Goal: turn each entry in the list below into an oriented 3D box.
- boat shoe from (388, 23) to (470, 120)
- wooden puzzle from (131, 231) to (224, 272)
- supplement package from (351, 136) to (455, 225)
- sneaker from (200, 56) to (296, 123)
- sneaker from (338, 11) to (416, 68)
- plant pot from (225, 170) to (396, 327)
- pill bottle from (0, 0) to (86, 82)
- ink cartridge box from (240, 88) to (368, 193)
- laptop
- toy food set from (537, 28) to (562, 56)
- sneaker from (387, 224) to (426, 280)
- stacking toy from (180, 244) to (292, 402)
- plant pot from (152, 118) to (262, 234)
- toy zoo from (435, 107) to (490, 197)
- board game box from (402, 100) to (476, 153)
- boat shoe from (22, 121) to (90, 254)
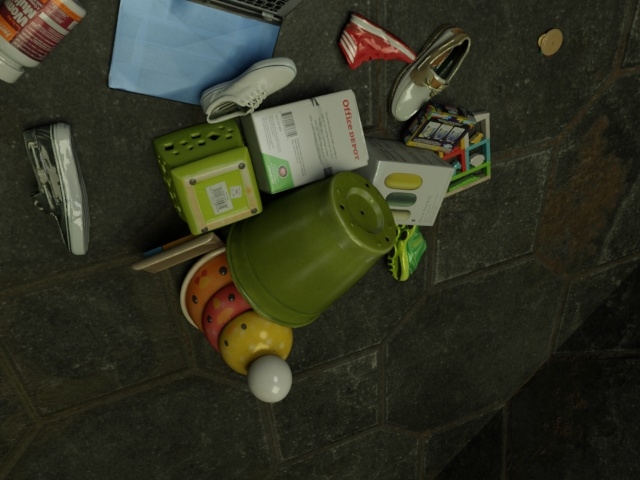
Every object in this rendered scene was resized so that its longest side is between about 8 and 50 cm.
[{"bbox_3d":[0.305,-0.467,1.573,0.113,0.103,0.302,21,110,-34],"label":"boat shoe"},{"bbox_3d":[-0.380,0.028,1.503,0.221,0.238,0.044,-22,87,-5],"label":"wooden puzzle"},{"bbox_3d":[0.214,-0.177,1.658,0.263,0.198,0.199,2,120,-27],"label":"supplement package"},{"bbox_3d":[-0.171,-0.355,1.351,0.258,0.091,0.094,-22,150,17],"label":"sneaker"},{"bbox_3d":[0.144,-0.508,1.496,0.221,0.087,0.128,24,117,-23],"label":"sneaker"},{"bbox_3d":[0.000,0.000,1.482,0.367,0.366,0.353,25,137,-36],"label":"plant pot"},{"bbox_3d":[-0.603,-0.438,1.141,0.221,0.121,0.121,-43,129,5],"label":"pill bottle"},{"bbox_3d":[-0.040,-0.265,1.476,0.289,0.121,0.211,-18,105,-19],"label":"ink cartridge box"},{"bbox_3d":[-0.236,-0.470,1.233,0.382,0.408,0.236,5,85,-29],"label":"laptop"},{"bbox_3d":[0.718,-0.617,1.728,0.083,0.020,0.082,-36,129,-1],"label":"toy food set"},{"bbox_3d":[0.296,-0.008,1.888,0.124,0.109,0.295,-25,130,-40],"label":"sneaker"},{"bbox_3d":[-0.185,0.255,1.566,0.351,0.480,0.350,-13,126,-18],"label":"stacking toy"},{"bbox_3d":[-0.280,-0.156,1.429,0.227,0.207,0.228,-20,128,-14],"label":"plant pot"},{"bbox_3d":[0.465,-0.297,1.809,0.192,0.030,0.293,-23,128,-10],"label":"toy zoo"},{"bbox_3d":[0.353,-0.333,1.649,0.170,0.048,0.141,5,144,-29],"label":"board game box"},{"bbox_3d":[-0.641,-0.120,1.350,0.119,0.121,0.335,-6,112,-13],"label":"boat shoe"}]
